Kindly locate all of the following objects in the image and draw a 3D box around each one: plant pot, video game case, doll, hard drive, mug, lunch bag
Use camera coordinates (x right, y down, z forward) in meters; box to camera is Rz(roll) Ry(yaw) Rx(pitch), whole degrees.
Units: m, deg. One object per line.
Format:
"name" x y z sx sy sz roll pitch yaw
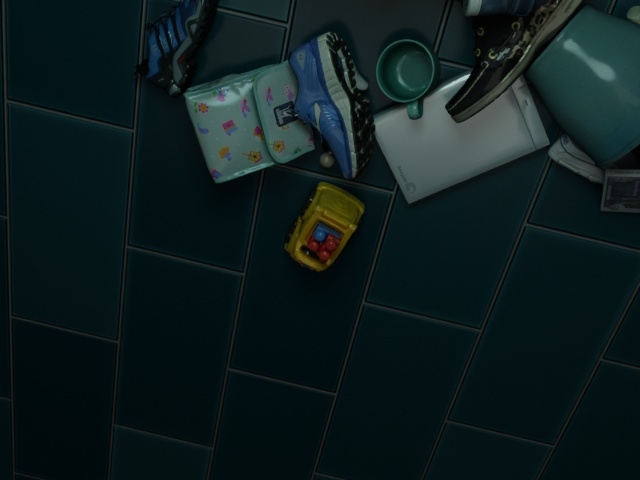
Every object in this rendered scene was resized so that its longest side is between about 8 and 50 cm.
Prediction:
"plant pot" 0.574 -0.334 1.281 0.255 0.272 0.271 42 115 3
"video game case" 0.727 -0.107 1.404 0.173 0.022 0.190 4 159 22
"doll" 0.044 -0.261 1.486 0.129 0.046 0.189 23 114 -3
"hard drive" 0.319 -0.255 1.456 0.353 0.047 0.233 -23 111 17
"mug" 0.193 -0.360 1.379 0.130 0.097 0.157 27 113 15
"lunch bag" -0.155 -0.278 1.444 0.262 0.160 0.223 -16 110 -1

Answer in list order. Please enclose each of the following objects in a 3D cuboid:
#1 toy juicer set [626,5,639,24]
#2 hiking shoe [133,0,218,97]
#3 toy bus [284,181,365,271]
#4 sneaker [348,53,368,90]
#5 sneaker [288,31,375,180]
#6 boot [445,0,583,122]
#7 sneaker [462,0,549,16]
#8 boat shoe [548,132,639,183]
"toy juicer set" 0.722 -0.509 1.218 0.209 0.089 0.328 4 122 -27
"hiking shoe" -0.322 -0.470 1.390 0.132 0.113 0.304 25 116 -6
"toy bus" 0.000 0.000 1.530 0.150 0.211 0.220 28 118 -9
"sneaker" 0.052 -0.397 1.415 0.152 0.053 0.061 36 112 -10
"sneaker" 0.021 -0.288 1.401 0.147 0.130 0.329 -5 116 31
"boot" 0.314 -0.455 1.257 0.284 0.138 0.377 37 119 -9
"sneaker" 0.349 -0.514 1.113 0.164 0.086 0.226 4 110 2
"boat shoe" 0.645 -0.175 1.443 0.258 0.095 0.084 26 146 -12
